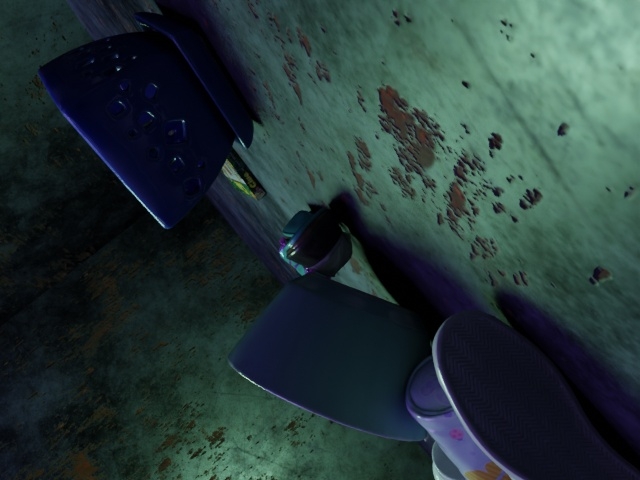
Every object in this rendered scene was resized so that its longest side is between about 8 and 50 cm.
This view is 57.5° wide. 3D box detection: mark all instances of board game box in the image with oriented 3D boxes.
[{"bbox_3d":[-0.208,-0.168,1.410,0.136,0.030,0.259,51,172,-19],"label":"board game box"}]

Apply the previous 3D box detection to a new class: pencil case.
[{"bbox_3d":[0.220,0.261,0.755,0.273,0.113,0.124,53,-157,-19],"label":"pencil case"},{"bbox_3d":[-0.035,0.046,1.312,0.070,0.064,0.151,37,-178,-40],"label":"pencil case"}]

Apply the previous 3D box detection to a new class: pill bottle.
[{"bbox_3d":[0.297,0.465,1.172,0.131,0.131,0.229,42,168,42],"label":"pill bottle"}]

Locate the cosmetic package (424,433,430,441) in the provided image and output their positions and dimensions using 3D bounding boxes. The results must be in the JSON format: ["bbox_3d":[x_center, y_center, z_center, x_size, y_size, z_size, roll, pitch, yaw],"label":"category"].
[{"bbox_3d":[0.234,0.452,1.666,0.239,0.060,0.099,52,169,-11],"label":"cosmetic package"}]

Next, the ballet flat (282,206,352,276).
[{"bbox_3d":[0.000,0.000,0.899,0.096,0.095,0.280,42,-177,-7],"label":"ballet flat"}]

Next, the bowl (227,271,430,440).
[{"bbox_3d":[0.037,0.152,0.862,0.311,0.163,0.311,21,178,1],"label":"bowl"}]

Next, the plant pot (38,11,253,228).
[{"bbox_3d":[-0.249,-0.198,0.882,0.236,0.212,0.236,39,166,49],"label":"plant pot"}]

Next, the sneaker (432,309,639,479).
[{"bbox_3d":[0.206,0.199,0.599,0.292,0.108,0.169,48,168,5],"label":"sneaker"}]
